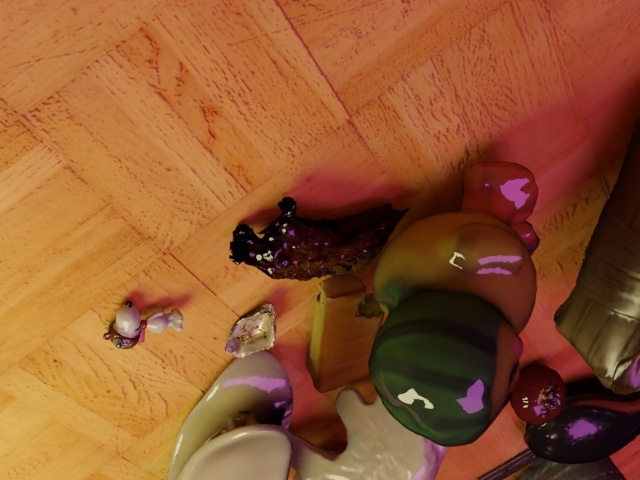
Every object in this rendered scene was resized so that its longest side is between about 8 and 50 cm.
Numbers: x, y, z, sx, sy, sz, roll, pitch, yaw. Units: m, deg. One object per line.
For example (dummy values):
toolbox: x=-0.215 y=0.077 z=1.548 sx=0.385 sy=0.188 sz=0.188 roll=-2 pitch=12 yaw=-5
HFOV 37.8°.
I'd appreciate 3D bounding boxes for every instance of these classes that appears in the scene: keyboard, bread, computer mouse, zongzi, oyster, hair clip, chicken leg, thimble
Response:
keyboard: x=0.360 y=0.440 z=1.800 sx=0.129 sy=0.015 sz=0.049 roll=-29 pitch=145 yaw=-6
bread: x=0.032 y=0.116 z=1.210 sx=0.088 sy=0.049 sz=0.226 roll=-15 pitch=145 yaw=-18
computer mouse: x=0.516 y=0.336 z=1.724 sx=0.323 sy=0.116 sz=0.183 roll=-5 pitch=137 yaw=-31
zongzi: x=0.597 y=-0.039 z=1.296 sx=0.467 sy=0.218 sz=0.500 roll=-2 pitch=120 yaw=-31
oyster: x=-0.081 y=0.112 z=1.168 sx=0.093 sy=0.034 sz=0.051 roll=-36 pitch=125 yaw=20
hair clip: x=-0.110 y=0.283 z=1.250 sx=0.172 sy=0.113 sz=0.282 roll=4 pitch=127 yaw=-20
chicken leg: x=0.000 y=0.000 z=1.088 sx=0.234 sy=0.063 sz=0.105 roll=0 pitch=134 yaw=-36
thimble: x=0.491 y=0.515 z=1.843 sx=0.205 sy=0.172 sz=0.236 roll=20 pitch=114 yaw=-41

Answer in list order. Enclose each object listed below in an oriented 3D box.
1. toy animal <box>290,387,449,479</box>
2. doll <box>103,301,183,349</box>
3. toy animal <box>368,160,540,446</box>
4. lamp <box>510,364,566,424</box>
toy animal: x=0.070 y=0.309 z=1.383 sx=0.188 sy=0.266 sz=0.308 roll=25 pitch=72 yaw=-60
doll: x=-0.203 y=0.098 z=1.069 sx=0.085 sy=0.040 sz=0.058 roll=12 pitch=112 yaw=-40
toy animal: x=0.154 y=0.077 z=1.112 sx=0.191 sy=0.338 sz=0.216 roll=10 pitch=147 yaw=15
lamp: x=0.364 y=0.258 z=1.564 sx=0.101 sy=0.090 sz=0.101 roll=-3 pitch=96 yaw=-27
